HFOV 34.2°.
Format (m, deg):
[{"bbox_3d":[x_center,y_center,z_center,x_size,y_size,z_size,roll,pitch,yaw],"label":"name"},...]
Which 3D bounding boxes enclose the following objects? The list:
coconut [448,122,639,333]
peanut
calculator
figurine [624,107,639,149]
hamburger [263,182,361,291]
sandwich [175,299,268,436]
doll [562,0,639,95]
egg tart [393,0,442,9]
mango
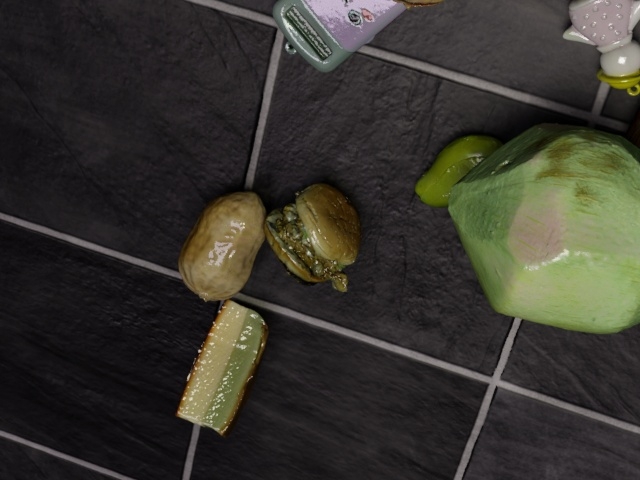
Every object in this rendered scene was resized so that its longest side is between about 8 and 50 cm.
[{"bbox_3d":[0.331,-0.017,1.412,0.328,0.328,0.281,16,136,8],"label":"coconut"},{"bbox_3d":[-0.162,0.010,1.747,0.129,0.129,0.224,26,118,3],"label":"peanut"},{"bbox_3d":[0.036,-0.359,1.567,0.246,0.045,0.141,-35,101,27],"label":"calculator"},{"bbox_3d":[0.583,-0.090,1.483,0.315,0.187,0.168,21,123,15],"label":"figurine"},{"bbox_3d":[0.000,0.000,1.683,0.131,0.159,0.185,-28,85,22],"label":"hamburger"},{"bbox_3d":[-0.168,0.230,1.851,0.108,0.186,0.220,22,78,2],"label":"sandwich"},{"bbox_3d":[0.410,-0.297,1.471,0.129,0.081,0.207,-18,111,30],"label":"doll"},{"bbox_3d":[0.103,-0.443,1.438,0.297,0.132,0.297,2,76,-9],"label":"egg tart"},{"bbox_3d":[0.217,-0.110,1.619,0.165,0.074,0.091,-30,108,37],"label":"mango"}]
